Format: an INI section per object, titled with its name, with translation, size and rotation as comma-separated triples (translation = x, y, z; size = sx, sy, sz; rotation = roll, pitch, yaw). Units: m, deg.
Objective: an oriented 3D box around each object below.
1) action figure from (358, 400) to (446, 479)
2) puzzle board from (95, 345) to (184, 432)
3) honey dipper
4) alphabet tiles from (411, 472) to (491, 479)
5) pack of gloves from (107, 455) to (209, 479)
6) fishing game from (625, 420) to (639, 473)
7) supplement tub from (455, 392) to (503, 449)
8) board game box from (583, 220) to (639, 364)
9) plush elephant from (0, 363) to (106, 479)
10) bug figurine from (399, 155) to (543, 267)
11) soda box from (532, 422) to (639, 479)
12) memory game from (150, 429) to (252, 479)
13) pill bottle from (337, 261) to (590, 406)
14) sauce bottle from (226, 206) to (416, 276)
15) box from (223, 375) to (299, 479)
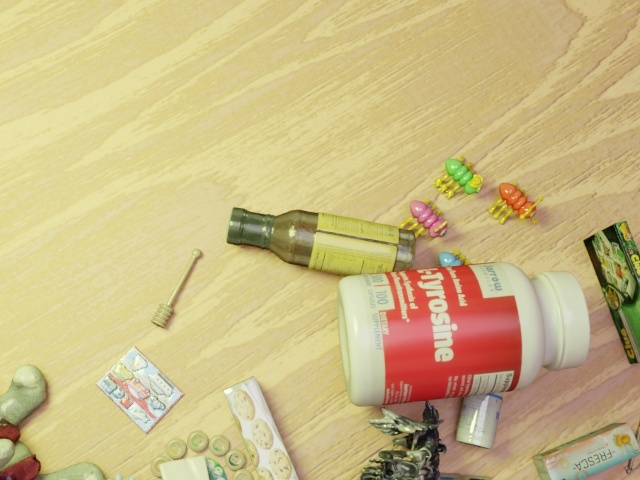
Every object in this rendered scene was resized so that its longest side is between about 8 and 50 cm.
[action figure]
translation = 0.133, 0.365, 1.294
size = 0.141, 0.276, 0.164
rotation = 6, 98, 21
[puzzle board]
translation = -0.324, 0.266, 1.371
size = 0.128, 0.011, 0.096
rotation = 43, 76, 4
[honey dipper]
translation = -0.262, 0.085, 1.413
size = 0.030, 0.030, 0.160
rotation = 27, 73, 1
[alphabet tiles]
translation = 0.230, 0.535, 1.263
size = 0.285, 0.011, 0.342
rotation = 5, 39, -5
[pack of gloves]
translation = -0.268, 0.492, 1.266
size = 0.195, 0.046, 0.232
rotation = -6, 58, -20
[fishing game]
translation = 0.713, 0.423, 1.431
size = 0.264, 0.041, 0.189
rotation = 22, 76, 2
[supplement tub]
translation = 0.290, 0.320, 1.394
size = 0.071, 0.071, 0.107
rotation = 14, 76, -3
[board game box]
translation = 0.583, 0.101, 1.446
size = 0.030, 0.136, 0.259
rotation = -15, 79, -13
[plush elephant]
translation = -0.550, 0.363, 1.196
size = 0.330, 0.255, 0.272
rotation = -25, 80, -11
[bug figurine]
translation = 0.287, -0.042, 1.481
size = 0.216, 0.072, 0.279
rotation = 41, 76, 5
[soda box]
translation = 0.489, 0.395, 1.404
size = 0.183, 0.058, 0.063
rotation = -19, 79, -9
[memory game]
translation = -0.214, 0.429, 1.343
size = 0.186, 0.012, 0.186
rotation = 1, 77, -6
[pill bottle]
translation = 0.241, 0.157, 1.336
size = 0.408, 0.229, 0.229
rotation = -6, 77, -4
[sauce bottle]
translation = 0.000, 0.000, 1.420
size = 0.344, 0.111, 0.111
rotation = 12, 75, -3
[box]
translation = -0.080, 0.398, 1.338
size = 0.067, 0.063, 0.324
rotation = -22, 80, -10
